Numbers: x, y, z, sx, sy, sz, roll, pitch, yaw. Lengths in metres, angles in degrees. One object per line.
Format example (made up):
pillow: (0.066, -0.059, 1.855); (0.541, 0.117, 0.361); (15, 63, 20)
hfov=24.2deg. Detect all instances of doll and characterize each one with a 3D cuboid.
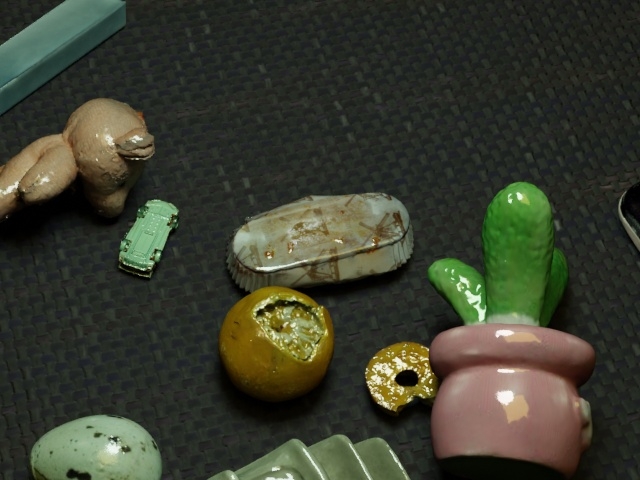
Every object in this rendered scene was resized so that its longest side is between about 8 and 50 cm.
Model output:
doll: (-0.359, -0.072, 2.055); (0.303, 0.156, 0.201); (-32, 23, -3)

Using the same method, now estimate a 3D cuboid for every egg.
egg: (-0.275, 0.278, 1.820); (0.164, 0.131, 0.131); (-2, 56, 8)

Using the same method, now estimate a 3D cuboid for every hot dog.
hot dog: (0.000, 0.000, 2.066); (0.268, 0.075, 0.144); (-10, 53, -8)

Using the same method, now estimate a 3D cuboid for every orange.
orange: (-0.058, 0.131, 1.937); (0.155, 0.134, 0.154); (-1, 59, 2)

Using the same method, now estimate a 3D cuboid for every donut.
donut: (0.112, 0.185, 1.972); (0.108, 0.043, 0.097); (-9, 58, -10)

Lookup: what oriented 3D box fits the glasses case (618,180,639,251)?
glasses case: (0.538, 0.035, 2.097); (0.122, 0.075, 0.314); (-22, 61, -21)

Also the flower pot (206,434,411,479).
flower pot: (-0.060, 0.350, 1.717); (0.368, 0.254, 0.164); (-24, 62, -19)

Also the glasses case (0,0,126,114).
glasses case: (-0.412, -0.279, 2.231); (0.105, 0.056, 0.266); (24, 53, 39)

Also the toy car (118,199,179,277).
toy car: (-0.237, -0.007, 2.069); (0.059, 0.035, 0.122); (17, 48, 5)

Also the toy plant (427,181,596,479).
toy plant: (0.248, 0.136, 1.919); (0.211, 0.317, 0.356); (-6, 68, 15)
